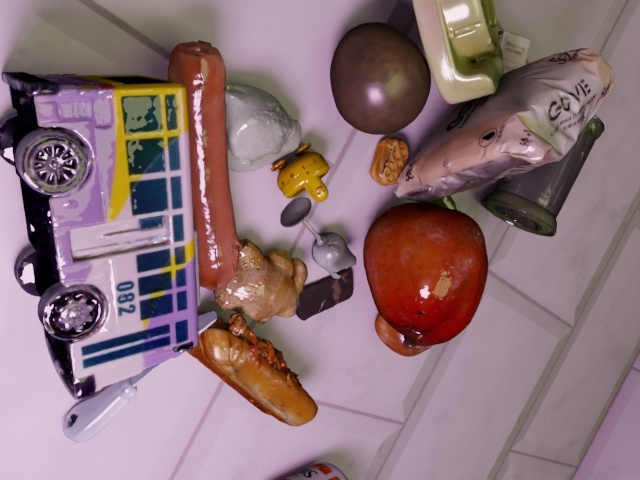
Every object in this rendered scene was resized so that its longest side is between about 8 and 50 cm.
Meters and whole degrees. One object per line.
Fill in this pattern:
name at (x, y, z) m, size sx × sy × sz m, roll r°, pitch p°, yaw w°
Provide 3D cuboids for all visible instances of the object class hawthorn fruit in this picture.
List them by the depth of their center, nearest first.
hawthorn fruit at (0.235, 0.068, 1.257) m, size 0.294 × 0.295 × 0.312 m, roll -10°, pitch 87°, yaw -35°

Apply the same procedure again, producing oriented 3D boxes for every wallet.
wallet at (0.010, 0.121, 1.281) m, size 0.156 × 0.018 × 0.082 m, roll -19°, pitch 119°, yaw -32°

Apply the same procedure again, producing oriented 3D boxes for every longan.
longan at (0.113, -0.302, 1.081) m, size 0.198 × 0.198 × 0.213 m, roll -41°, pitch 128°, yaw -17°

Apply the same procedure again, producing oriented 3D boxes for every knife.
knife at (-0.319, 0.229, 1.019) m, size 0.331 × 0.080 × 0.044 m, roll -42°, pitch 126°, yaw -6°

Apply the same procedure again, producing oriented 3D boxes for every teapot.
teapot at (0.559, -0.213, 1.466) m, size 0.270 × 0.200 × 0.337 m, roll 29°, pitch 88°, yaw -23°

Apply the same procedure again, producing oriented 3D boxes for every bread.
bread at (0.153, -0.173, 1.255) m, size 0.083 × 0.044 × 0.111 m, roll 16°, pitch 96°, yaw -42°

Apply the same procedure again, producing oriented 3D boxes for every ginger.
ginger at (-0.126, 0.081, 1.105) m, size 0.216 × 0.102 × 0.157 m, roll 21°, pitch 91°, yaw -30°

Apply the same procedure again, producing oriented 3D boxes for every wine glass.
wine glass at (0.000, 0.000, 1.185) m, size 0.079 × 0.079 × 0.195 m, roll -50°, pitch 129°, yaw -10°

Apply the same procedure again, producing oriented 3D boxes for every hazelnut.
hazelnut at (0.215, 0.206, 1.391) m, size 0.150 × 0.150 × 0.151 m, roll -15°, pitch 116°, yaw -32°

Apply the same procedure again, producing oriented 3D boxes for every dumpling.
dumpling at (-0.123, -0.189, 0.995) m, size 0.219 × 0.108 × 0.153 m, roll 17°, pitch 97°, yaw -36°

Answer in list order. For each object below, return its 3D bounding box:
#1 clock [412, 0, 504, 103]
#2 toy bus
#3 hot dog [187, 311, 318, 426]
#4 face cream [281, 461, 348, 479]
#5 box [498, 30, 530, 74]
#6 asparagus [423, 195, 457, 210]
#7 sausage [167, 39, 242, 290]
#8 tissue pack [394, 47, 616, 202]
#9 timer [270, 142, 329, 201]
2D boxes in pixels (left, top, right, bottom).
clock at (0.260, -0.459, 1.089) m, size 0.349 × 0.117 × 0.286 m, roll 68°, pitch 29°, yaw -25°
toy bus at (-0.315, -0.019, 0.852) m, size 0.249 × 0.209 × 0.441 m, roll -12°, pitch 114°, yaw -35°
hot dog at (-0.131, 0.250, 1.141) m, size 0.349 × 0.158 × 0.117 m, roll 51°, pitch 62°, yaw -35°
face cream at (-0.028, 0.651, 1.345) m, size 0.187 × 0.201 × 0.201 m, roll -11°, pitch 114°, yaw -33°
box at (0.452, -0.403, 1.402) m, size 0.109 × 0.029 × 0.199 m, roll 0°, pitch 107°, yaw -37°
asparagus at (0.303, -0.053, 1.400) m, size 0.084 × 0.082 × 0.343 m, roll -17°, pitch 125°, yaw 14°
sausage at (-0.187, -0.106, 0.936) m, size 0.094 × 0.094 × 0.419 m, roll -24°, pitch 125°, yaw -36°
tissue pack at (0.372, -0.216, 1.174) m, size 0.375 × 0.390 × 0.195 m, roll -43°, pitch 103°, yaw -27°
timer at (-0.027, -0.116, 1.092) m, size 0.107 × 0.107 × 0.109 m, roll -35°, pitch 90°, yaw -22°
